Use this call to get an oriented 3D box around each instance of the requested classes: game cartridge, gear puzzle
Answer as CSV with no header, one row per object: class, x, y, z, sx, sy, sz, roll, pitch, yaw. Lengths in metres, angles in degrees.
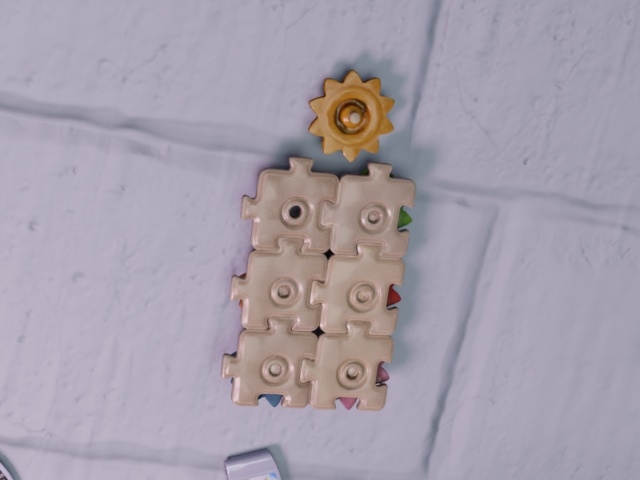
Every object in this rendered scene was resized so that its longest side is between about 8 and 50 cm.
game cartridge,-0.065,0.253,1.846,0.056,0.017,0.083,-14,112,-17
gear puzzle,0.000,0.000,1.770,0.175,0.044,0.339,3,104,-17

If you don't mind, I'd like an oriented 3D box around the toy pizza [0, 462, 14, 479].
toy pizza,-0.381,0.278,1.744,0.201,0.032,0.201,-6,110,-16
